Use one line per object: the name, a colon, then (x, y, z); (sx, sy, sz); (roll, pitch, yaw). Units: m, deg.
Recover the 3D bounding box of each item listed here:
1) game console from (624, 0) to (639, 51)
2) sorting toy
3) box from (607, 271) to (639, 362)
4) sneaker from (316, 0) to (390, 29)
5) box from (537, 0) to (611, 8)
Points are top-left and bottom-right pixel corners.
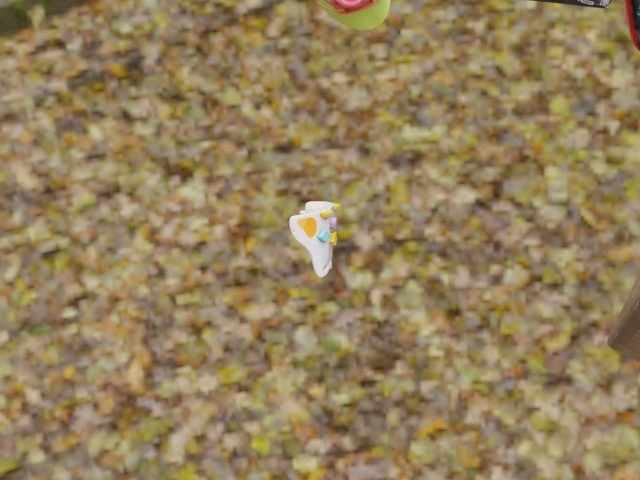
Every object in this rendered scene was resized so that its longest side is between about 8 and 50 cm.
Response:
game console: (0.180, -0.155, 0.583); (0.085, 0.124, 0.144); (-4, 16, 29)
sorting toy: (0.000, 0.000, 1.511); (0.045, 0.075, 0.083); (-5, 12, 13)
box: (0.365, 0.036, 1.165); (0.167, 0.203, 0.168); (27, 77, 10)
sneaker: (0.021, -0.242, 1.260); (0.081, 0.208, 0.094); (-19, 63, 10)
box: (0.201, -0.408, 1.694); (0.307, 0.076, 0.242); (2, 52, -16)
